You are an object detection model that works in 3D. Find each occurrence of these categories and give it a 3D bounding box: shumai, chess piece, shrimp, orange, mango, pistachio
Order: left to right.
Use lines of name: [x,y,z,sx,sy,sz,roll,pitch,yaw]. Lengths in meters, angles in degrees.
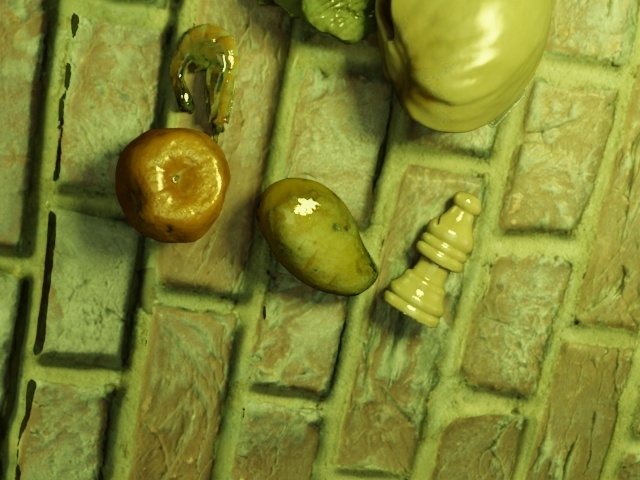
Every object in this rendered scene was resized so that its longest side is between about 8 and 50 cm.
orange: [-0.314,-0.119,1.630,0.249,0.183,0.248,1,87,-11]
shrimp: [-0.252,-0.329,1.641,0.145,0.059,0.254,11,103,-5]
mango: [-0.008,0.000,1.705,0.177,0.175,0.329,-11,131,30]
shumai: [0.013,-0.530,1.589,0.272,0.204,0.222,1,110,-42]
chess piece: [0.276,0.035,1.764,0.139,0.124,0.307,31,98,19]
pistachio: [0.288,-0.433,1.561,0.365,0.281,0.445,26,82,-20]

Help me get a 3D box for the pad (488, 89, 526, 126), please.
pad: [0.369,-0.339,1.721,0.157,0.003,0.112,41,98,-14]
